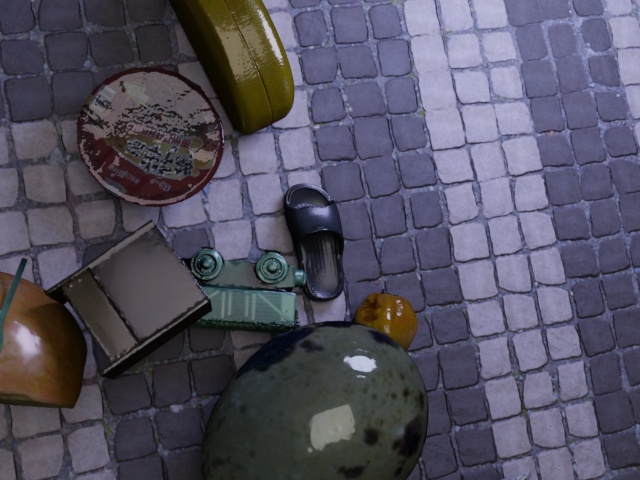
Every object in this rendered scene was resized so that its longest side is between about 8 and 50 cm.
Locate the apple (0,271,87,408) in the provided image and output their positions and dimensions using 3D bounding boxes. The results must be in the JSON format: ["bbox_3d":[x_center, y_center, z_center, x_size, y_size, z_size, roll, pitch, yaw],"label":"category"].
[{"bbox_3d":[-0.564,0.190,1.560,0.309,0.314,0.252,4,122,-11],"label":"apple"}]

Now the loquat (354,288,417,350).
[{"bbox_3d":[0.127,0.164,1.791,0.137,0.113,0.137,4,59,-7],"label":"loquat"}]

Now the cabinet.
[{"bbox_3d":[-0.326,0.107,1.568,0.215,0.148,0.174,-35,83,-11],"label":"cabinet"}]

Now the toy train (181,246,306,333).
[{"bbox_3d":[-0.159,0.094,1.717,0.270,0.115,0.154,5,78,-16],"label":"toy train"}]

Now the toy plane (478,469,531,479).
[{"bbox_3d":[0.377,0.590,1.801,0.251,0.101,0.255,-5,87,-17],"label":"toy plane"}]

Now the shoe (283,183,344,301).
[{"bbox_3d":[0.000,0.000,1.789,0.108,0.093,0.240,-9,86,-15],"label":"shoe"}]

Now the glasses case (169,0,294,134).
[{"bbox_3d":[-0.168,-0.398,1.757,0.141,0.173,0.371,-27,89,-14],"label":"glasses case"}]

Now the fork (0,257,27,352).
[{"bbox_3d":[-0.511,0.108,1.470,0.039,0.021,0.235,24,43,-20],"label":"fork"}]

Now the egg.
[{"bbox_3d":[-0.011,0.332,1.606,0.428,0.345,0.345,-34,92,-11],"label":"egg"}]

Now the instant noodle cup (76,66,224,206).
[{"bbox_3d":[-0.325,-0.188,1.725,0.274,0.091,0.273,3,81,-16],"label":"instant noodle cup"}]
